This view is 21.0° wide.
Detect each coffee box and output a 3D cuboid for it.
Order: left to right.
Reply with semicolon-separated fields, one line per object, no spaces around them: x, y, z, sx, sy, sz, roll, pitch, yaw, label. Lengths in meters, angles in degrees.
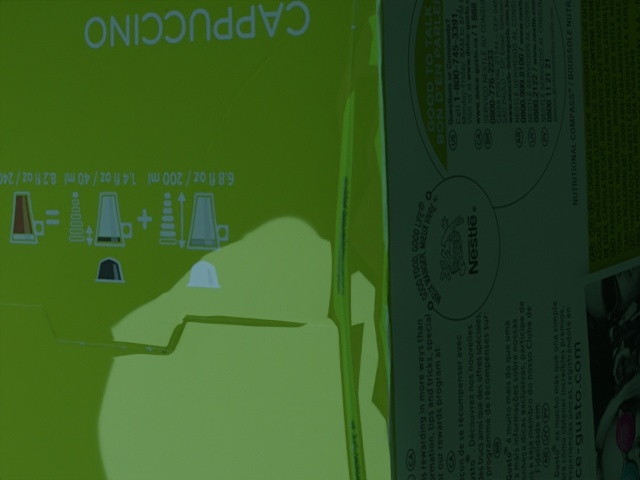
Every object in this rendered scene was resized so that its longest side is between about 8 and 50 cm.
0.000;0.000;0.972;0.337;0.334;0.338;2;95;39;coffee box
